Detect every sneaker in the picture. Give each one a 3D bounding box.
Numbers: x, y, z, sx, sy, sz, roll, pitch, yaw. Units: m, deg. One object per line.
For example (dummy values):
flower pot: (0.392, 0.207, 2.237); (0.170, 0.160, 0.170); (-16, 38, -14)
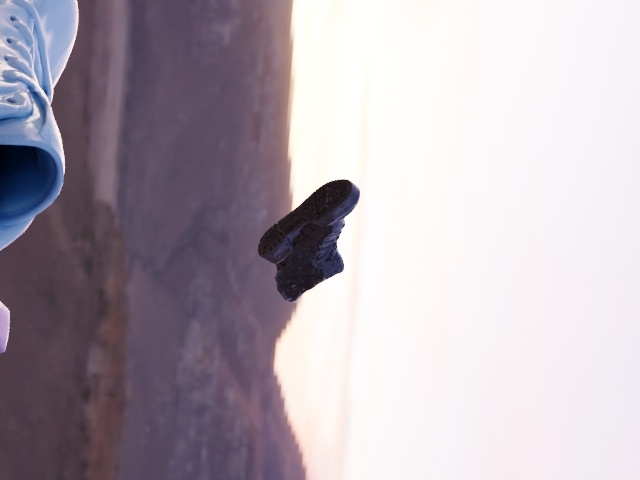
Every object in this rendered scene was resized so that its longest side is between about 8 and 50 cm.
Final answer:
sneaker: (0.000, 0.002, 1.554); (0.170, 0.089, 0.051); (-35, -143, 30)
sneaker: (-0.210, -0.062, 0.898); (0.366, 0.150, 0.135); (-64, 158, -46)

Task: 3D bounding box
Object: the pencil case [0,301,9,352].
pencil case: (-0.272, -0.015, 0.606); (0.124, 0.284, 0.124); (-34, -150, 24)
